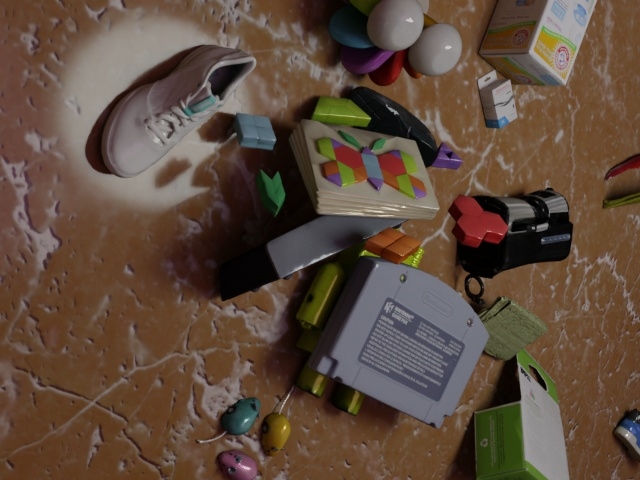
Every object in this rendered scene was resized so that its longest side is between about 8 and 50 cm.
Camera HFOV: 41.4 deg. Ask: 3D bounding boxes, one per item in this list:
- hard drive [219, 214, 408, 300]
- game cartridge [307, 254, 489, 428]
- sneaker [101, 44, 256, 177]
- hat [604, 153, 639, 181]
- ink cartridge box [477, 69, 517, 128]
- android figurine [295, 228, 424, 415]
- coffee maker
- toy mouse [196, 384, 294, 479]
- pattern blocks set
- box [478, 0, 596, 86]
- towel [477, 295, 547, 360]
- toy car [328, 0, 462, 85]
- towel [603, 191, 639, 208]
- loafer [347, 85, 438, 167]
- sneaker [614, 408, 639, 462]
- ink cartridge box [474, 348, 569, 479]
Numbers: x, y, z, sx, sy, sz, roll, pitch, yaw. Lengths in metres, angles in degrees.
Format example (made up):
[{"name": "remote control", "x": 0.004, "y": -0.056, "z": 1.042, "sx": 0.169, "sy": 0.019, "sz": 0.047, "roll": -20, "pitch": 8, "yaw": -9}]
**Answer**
[{"name": "hard drive", "x": 0.000, "y": 0.000, "z": 1.091, "sx": 0.254, "sy": 0.172, "sz": 0.054, "roll": -24, "pitch": 90, "yaw": -35}, {"name": "game cartridge", "x": 0.124, "y": 0.143, "z": 1.222, "sx": 0.294, "sy": 0.060, "sz": 0.196, "roll": 33, "pitch": 85, "yaw": -40}, {"name": "sneaker", "x": -0.159, "y": -0.153, "z": 0.968, "sx": 0.212, "sy": 0.094, "sz": 0.080, "roll": -50, "pitch": 127, "yaw": -21}, {"name": "hat", "x": 0.659, "y": -0.212, "z": 1.688, "sx": 0.208, "sy": 0.183, "sz": 0.173, "roll": -59, "pitch": 155, "yaw": -72}, {"name": "ink cartridge box", "x": 0.286, "y": -0.229, "z": 1.368, "sx": 0.048, "sy": 0.028, "sz": 0.083, "roll": -34, "pitch": 118, "yaw": -30}, {"name": "android figurine", "x": 0.068, "y": 0.114, "z": 1.241, "sx": 0.248, "sy": 0.056, "sz": 0.273, "roll": 37, "pitch": 77, "yaw": -38}, {"name": "coffee maker", "x": 0.318, "y": 0.002, "z": 1.402, "sx": 0.178, "sy": 0.120, "sz": 0.171, "roll": -5, "pitch": 127, "yaw": -38}, {"name": "toy mouse", "x": -0.100, "y": 0.274, "z": 1.145, "sx": 0.143, "sy": 0.031, "sz": 0.161, "roll": 13, "pitch": 91, "yaw": -41}, {"name": "pattern blocks set", "x": 0.060, "y": -0.087, "z": 1.069, "sx": 0.324, "sy": 0.285, "sz": 0.026, "roll": -5, "pitch": 140, "yaw": -32}, {"name": "box", "x": 0.353, "y": -0.360, "z": 1.348, "sx": 0.114, "sy": 0.103, "sz": 0.203, "roll": 28, "pitch": 81, "yaw": -39}, {"name": "towel", "x": 0.312, "y": 0.150, "z": 1.436, "sx": 0.110, "sy": 0.027, "sz": 0.148, "roll": -41, "pitch": 132, "yaw": 22}, {"name": "toy car", "x": 0.087, "y": -0.277, "z": 1.135, "sx": 0.182, "sy": 0.159, "sz": 0.136, "roll": 21, "pitch": 122, "yaw": -41}, {"name": "towel", "x": 0.665, "y": -0.096, "z": 1.669, "sx": 0.237, "sy": 0.102, "sz": 0.021, "roll": -10, "pitch": 82, "yaw": -38}, {"name": "loafer", "x": 0.102, "y": -0.170, "z": 1.218, "sx": 0.170, "sy": 0.062, "sz": 0.061, "roll": 37, "pitch": 36, "yaw": -32}, {"name": "sneaker", "x": 0.695, "y": 0.422, "z": 1.823, "sx": 0.084, "sy": 0.058, "sz": 0.152, "roll": -49, "pitch": 119, "yaw": -11}, {"name": "ink cartridge box", "x": 0.357, "y": 0.335, "z": 1.512, "sx": 0.189, "sy": 0.097, "sz": 0.255, "roll": 43, "pitch": 37, "yaw": -37}]
